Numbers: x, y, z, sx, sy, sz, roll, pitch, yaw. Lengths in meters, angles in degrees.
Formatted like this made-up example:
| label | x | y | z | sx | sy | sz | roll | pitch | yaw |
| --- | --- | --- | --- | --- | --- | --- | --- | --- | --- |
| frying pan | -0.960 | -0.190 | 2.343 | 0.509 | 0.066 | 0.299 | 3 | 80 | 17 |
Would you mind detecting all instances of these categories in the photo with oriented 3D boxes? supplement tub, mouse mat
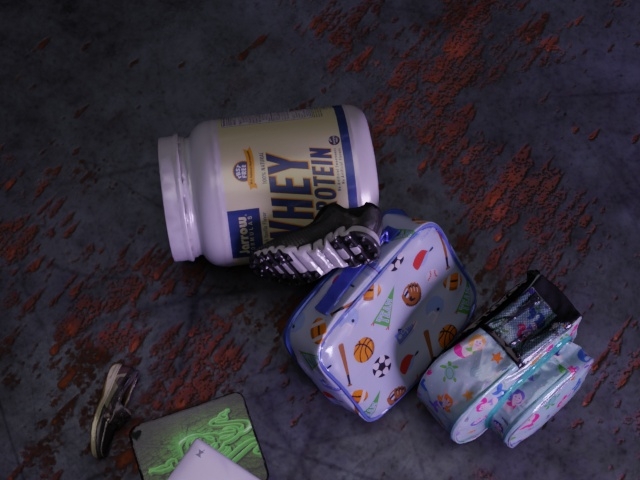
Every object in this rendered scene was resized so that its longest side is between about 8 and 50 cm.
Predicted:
| label | x | y | z | sx | sy | sz | roll | pitch | yaw |
| --- | --- | --- | --- | --- | --- | --- | --- | --- | --- |
| supplement tub | -0.082 | -0.084 | 1.759 | 0.325 | 0.235 | 0.235 | -7 | 70 | -4 |
| mouse mat | -0.189 | 0.332 | 1.724 | 0.190 | 0.007 | 0.152 | -18 | 71 | -9 |

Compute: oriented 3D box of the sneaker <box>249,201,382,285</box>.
| label | x | y | z | sx | sy | sz | roll | pitch | yaw |
| --- | --- | --- | --- | --- | --- | --- | --- | --- | --- |
| sneaker | 0.000 | 0.000 | 1.636 | 0.234 | 0.078 | 0.106 | -15 | 36 | 36 |

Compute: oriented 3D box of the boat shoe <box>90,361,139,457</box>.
| label | x | y | z | sx | sy | sz | roll | pitch | yaw |
| --- | --- | --- | --- | --- | --- | --- | --- | --- | --- |
| boat shoe | -0.318 | 0.263 | 1.720 | 0.049 | 0.056 | 0.152 | 8 | 69 | 7 |

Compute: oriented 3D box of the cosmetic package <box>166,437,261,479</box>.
| label | x | y | z | sx | sy | sz | roll | pitch | yaw |
| --- | --- | --- | --- | --- | --- | --- | --- | --- | --- |
| cosmetic package | -0.113 | 0.407 | 1.576 | 0.224 | 0.224 | 0.138 | 32 | 74 | 9 |

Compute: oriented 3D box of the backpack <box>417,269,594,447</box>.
| label | x | y | z | sx | sy | sz | roll | pitch | yaw |
| --- | --- | --- | --- | --- | --- | --- | --- | --- | --- |
| backpack | 0.274 | 0.198 | 1.669 | 0.254 | 0.225 | 0.191 | -32 | 68 | -8 |

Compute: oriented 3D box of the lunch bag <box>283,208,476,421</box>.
| label | x | y | z | sx | sy | sz | roll | pitch | yaw |
| --- | --- | --- | --- | --- | --- | --- | --- | --- | --- |
| lunch bag | 0.095 | 0.105 | 1.689 | 0.303 | 0.243 | 0.115 | -49 | 40 | -15 |
